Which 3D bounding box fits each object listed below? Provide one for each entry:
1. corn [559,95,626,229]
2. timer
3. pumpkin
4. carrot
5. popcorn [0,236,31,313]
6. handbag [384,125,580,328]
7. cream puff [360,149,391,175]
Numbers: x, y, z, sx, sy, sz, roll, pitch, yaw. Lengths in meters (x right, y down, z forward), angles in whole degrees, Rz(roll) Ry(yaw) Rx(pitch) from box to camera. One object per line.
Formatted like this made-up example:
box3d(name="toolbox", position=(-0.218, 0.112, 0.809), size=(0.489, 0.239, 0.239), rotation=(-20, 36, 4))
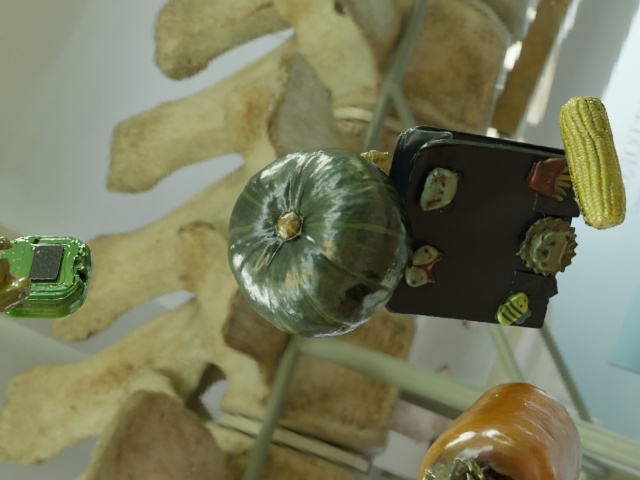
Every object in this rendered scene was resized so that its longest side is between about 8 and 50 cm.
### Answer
box3d(name="corn", position=(0.374, -0.107, 1.510), size=(0.072, 0.072, 0.203), rotation=(43, -144, -58))
box3d(name="timer", position=(-0.383, 0.047, 1.519), size=(0.140, 0.128, 0.047), rotation=(-90, 1, -47))
box3d(name="pumpkin", position=(0.000, 0.000, 1.691), size=(0.207, 0.300, 0.300), rotation=(18, -90, -54))
box3d(name="carrot", position=(0.229, 0.323, 1.426), size=(0.214, 0.193, 0.331), rotation=(65, -156, 5))
box3d(name="popcorn", position=(-0.366, 0.046, 0.929), size=(0.189, 0.170, 0.218), rotation=(-45, -35, -32))
box3d(name="handbag", position=(0.262, -0.016, 1.791), size=(0.122, 0.330, 0.303), rotation=(-113, 34, -68))
box3d(name="cream puff", position=(0.105, -0.145, 2.216), size=(0.083, 0.058, 0.083), rotation=(-34, -53, 15))
